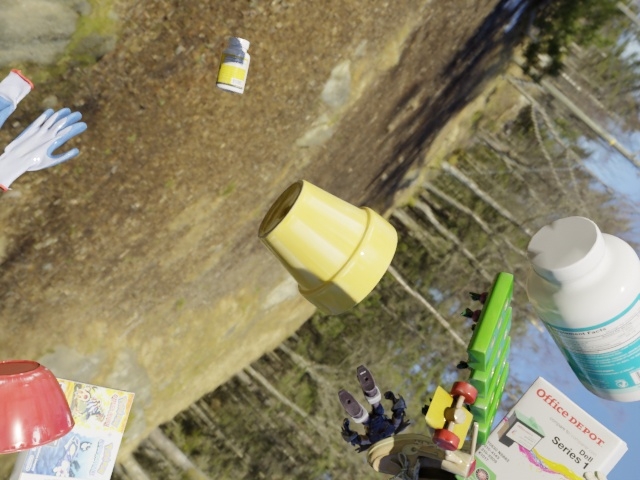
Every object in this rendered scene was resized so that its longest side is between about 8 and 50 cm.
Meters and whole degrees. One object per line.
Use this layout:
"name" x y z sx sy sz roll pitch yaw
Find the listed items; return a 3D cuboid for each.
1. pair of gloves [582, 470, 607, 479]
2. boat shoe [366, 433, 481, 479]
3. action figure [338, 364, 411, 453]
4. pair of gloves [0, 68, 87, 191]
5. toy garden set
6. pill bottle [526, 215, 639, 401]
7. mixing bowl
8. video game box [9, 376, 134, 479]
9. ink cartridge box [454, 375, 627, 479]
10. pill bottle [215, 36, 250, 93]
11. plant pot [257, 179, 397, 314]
"pair of gloves" 0.398 0.401 0.804 0.042 0.240 0.204 -36 -137 30
"boat shoe" 0.250 0.516 1.510 0.089 0.285 0.104 -86 174 -59
"action figure" 0.132 0.442 1.654 0.185 0.099 0.285 -36 137 -12
"pair of gloves" -0.431 -0.156 0.905 0.159 0.198 0.023 -50 166 -24
"toy garden set" 0.175 0.184 0.777 0.203 0.049 0.244 -60 151 -31
"pill bottle" 0.373 0.089 0.876 0.146 0.264 0.146 -28 -148 19
"mixing bowl" -0.461 0.236 0.968 0.181 0.182 0.098 -18 110 -76
"video game box" -0.484 0.384 1.286 0.187 0.048 0.205 27 71 -45
"ink cartridge box" 0.447 0.449 1.322 0.278 0.201 0.117 -50 143 1
"pill bottle" -0.194 -0.392 1.461 0.065 0.065 0.116 -12 115 -78
"plant pot" 0.000 0.000 1.450 0.254 0.239 0.254 -44 -159 22
